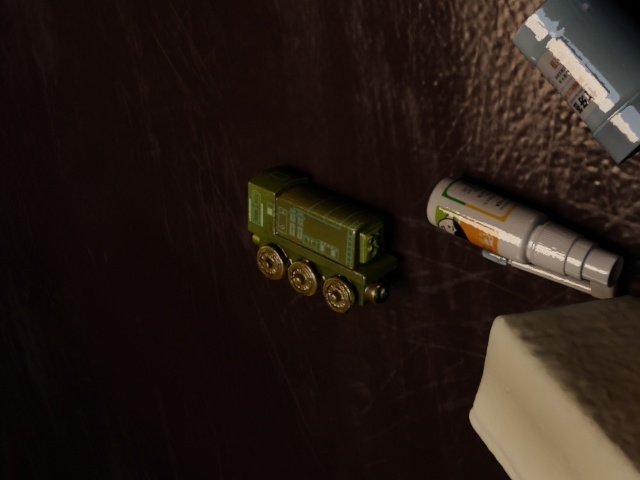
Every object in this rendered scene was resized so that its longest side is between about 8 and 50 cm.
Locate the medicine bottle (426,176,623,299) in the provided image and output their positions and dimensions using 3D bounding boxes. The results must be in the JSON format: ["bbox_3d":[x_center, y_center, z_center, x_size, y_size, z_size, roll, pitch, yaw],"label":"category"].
[{"bbox_3d":[0.224,0.003,1.106,0.221,0.061,0.092,26,154,33],"label":"medicine bottle"}]

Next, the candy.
[{"bbox_3d":[0.306,0.202,0.924,0.358,0.208,0.145,-123,34,-56],"label":"candy"}]

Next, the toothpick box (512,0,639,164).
[{"bbox_3d":[0.265,-0.159,0.929,0.153,0.101,0.101,52,139,11],"label":"toothpick box"}]

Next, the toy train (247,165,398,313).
[{"bbox_3d":[0.000,0.000,1.302,0.225,0.090,0.137,24,125,34],"label":"toy train"}]
